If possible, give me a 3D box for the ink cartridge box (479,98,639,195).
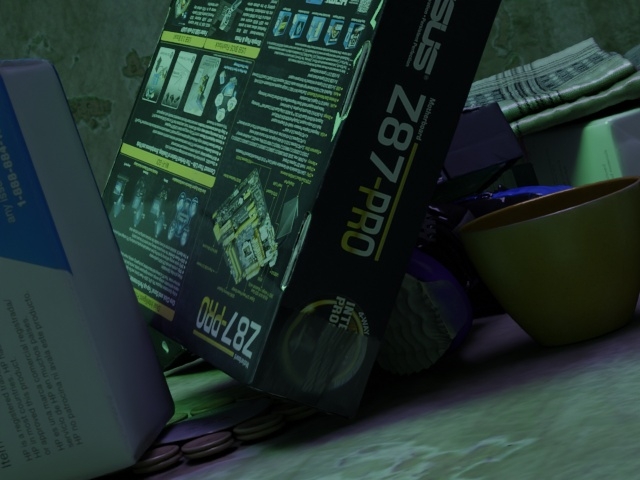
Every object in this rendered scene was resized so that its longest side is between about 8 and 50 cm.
[{"bbox_3d":[0.271,-0.075,1.896,0.207,0.119,0.353,-20,7,-27],"label":"ink cartridge box"}]

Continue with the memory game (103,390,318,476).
[{"bbox_3d":[-0.080,0.135,1.376,0.186,0.012,0.186,-17,5,2],"label":"memory game"}]

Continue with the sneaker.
[{"bbox_3d":[0.070,0.020,1.466,0.146,0.102,0.293,-32,10,-15],"label":"sneaker"}]

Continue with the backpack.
[{"bbox_3d":[0.169,-0.001,1.561,0.120,0.098,0.101,-13,3,42],"label":"backpack"}]

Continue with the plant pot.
[{"bbox_3d":[0.173,0.019,1.338,0.134,0.095,0.134,-17,5,2],"label":"plant pot"}]

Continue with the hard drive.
[{"bbox_3d":[0.000,0.000,1.684,0.237,0.064,0.339,-20,-13,-32],"label":"hard drive"}]

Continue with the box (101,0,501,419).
[{"bbox_3d":[-0.040,-0.071,1.416,0.097,0.318,0.395,21,0,-26],"label":"box"}]

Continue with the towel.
[{"bbox_3d":[0.182,-0.137,1.869,0.324,0.056,0.312,-17,6,7],"label":"towel"}]

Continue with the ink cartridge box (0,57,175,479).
[{"bbox_3d":[-0.342,0.067,1.352,0.395,0.285,0.166,-18,5,8],"label":"ink cartridge box"}]
